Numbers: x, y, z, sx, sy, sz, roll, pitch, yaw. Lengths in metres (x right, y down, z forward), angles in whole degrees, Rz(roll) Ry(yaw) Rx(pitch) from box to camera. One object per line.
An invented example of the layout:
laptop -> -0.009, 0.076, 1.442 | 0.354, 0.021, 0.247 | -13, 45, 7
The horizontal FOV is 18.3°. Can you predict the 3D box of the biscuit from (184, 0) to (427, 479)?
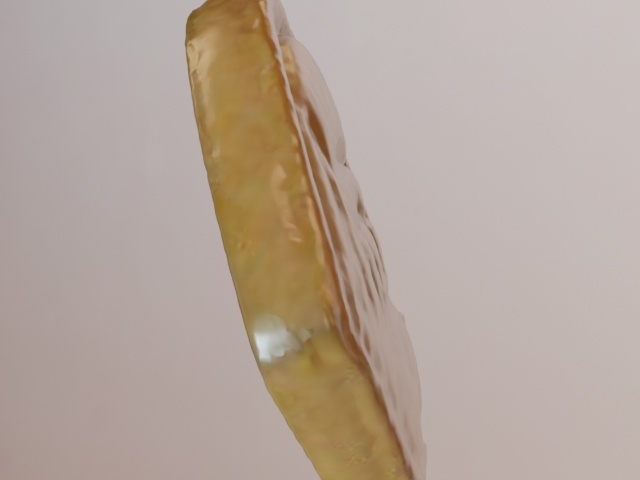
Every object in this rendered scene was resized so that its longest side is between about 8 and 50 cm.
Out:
biscuit -> 0.000, 0.000, 0.527 | 0.029, 0.142, 0.220 | -19, 179, 5
